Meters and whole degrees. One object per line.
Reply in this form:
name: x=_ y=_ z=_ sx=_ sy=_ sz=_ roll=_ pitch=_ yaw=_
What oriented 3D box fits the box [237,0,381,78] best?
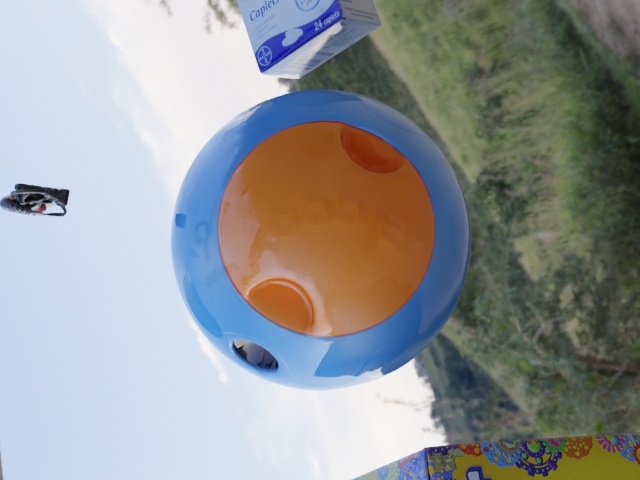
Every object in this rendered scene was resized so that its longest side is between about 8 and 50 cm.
box: x=-0.021 y=-0.262 z=0.857 sx=0.072 sy=0.126 sz=0.137 roll=-7 pitch=-104 yaw=-51

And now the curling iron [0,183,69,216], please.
curling iron: x=-0.327 y=-0.045 z=0.956 sx=0.274 sy=0.068 sz=0.035 roll=-172 pitch=88 yaw=-76

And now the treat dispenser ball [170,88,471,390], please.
treat dispenser ball: x=0.000 y=0.000 z=0.787 sx=0.288 sy=0.288 sz=0.288 roll=-20 pitch=-90 yaw=-74

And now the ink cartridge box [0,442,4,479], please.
ink cartridge box: x=-0.505 y=0.297 z=1.057 sx=0.171 sy=0.168 sz=0.232 roll=161 pitch=102 yaw=-66

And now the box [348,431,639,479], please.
box: x=0.166 y=0.274 z=0.669 sx=0.290 sy=0.279 sz=0.177 roll=127 pitch=140 yaw=-60
